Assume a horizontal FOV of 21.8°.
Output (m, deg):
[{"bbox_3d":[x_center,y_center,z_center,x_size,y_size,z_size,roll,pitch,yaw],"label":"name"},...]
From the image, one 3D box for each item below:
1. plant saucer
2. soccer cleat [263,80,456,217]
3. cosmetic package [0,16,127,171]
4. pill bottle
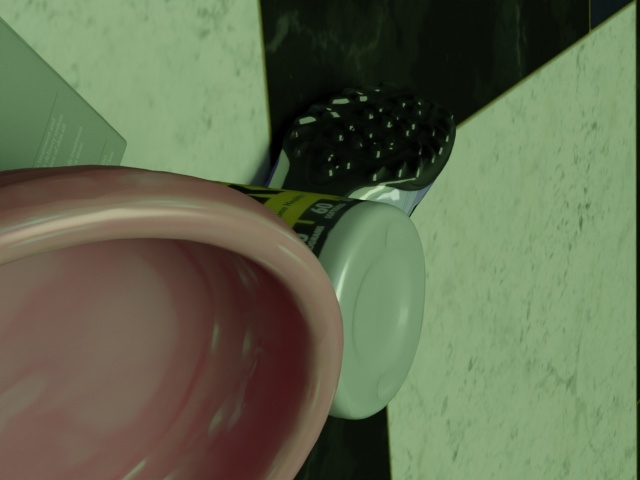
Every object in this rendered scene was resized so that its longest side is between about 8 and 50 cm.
[{"bbox_3d":[-0.149,0.087,0.759,0.332,0.084,0.332,-24,143,-19],"label":"plant saucer"},{"bbox_3d":[0.000,0.000,1.165,0.318,0.109,0.116,-53,161,-46],"label":"soccer cleat"},{"bbox_3d":[-0.199,-0.051,0.759,0.238,0.107,0.127,48,55,-52],"label":"cosmetic package"},{"bbox_3d":[-0.058,0.026,0.924,0.119,0.209,0.119,-25,119,-58],"label":"pill bottle"}]
